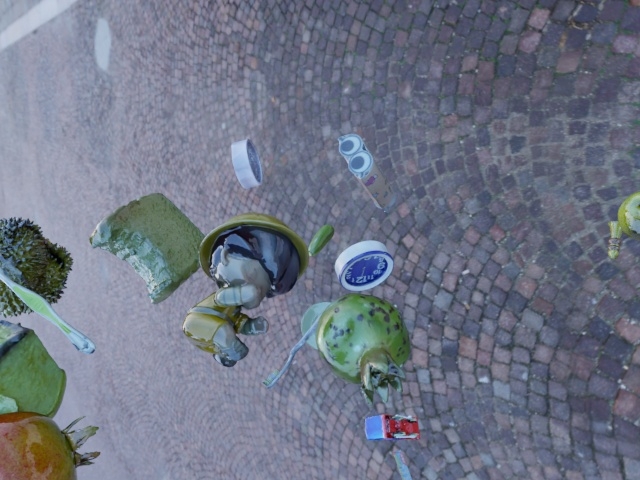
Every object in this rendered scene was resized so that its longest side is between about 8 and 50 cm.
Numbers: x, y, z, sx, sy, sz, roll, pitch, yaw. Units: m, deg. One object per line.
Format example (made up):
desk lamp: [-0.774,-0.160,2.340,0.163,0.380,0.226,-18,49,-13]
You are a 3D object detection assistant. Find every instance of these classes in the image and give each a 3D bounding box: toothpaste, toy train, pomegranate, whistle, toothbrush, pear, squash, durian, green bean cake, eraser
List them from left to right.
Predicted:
pear: [-0.672,0.289,0.910,0.238,0.164,0.256,6,131,18]
durian: [-0.821,0.066,1.192,0.258,0.258,0.293,-49,46,41]
pomegranate: [-0.506,0.396,0.746,0.220,0.256,0.221,21,122,38]
toothbrush: [-0.427,0.098,0.667,0.262,0.022,0.026,28,164,24]
green bean cake: [-0.417,0.019,1.104,0.236,0.233,0.124,47,123,-5]
toothbrush: [-0.066,0.377,1.648,0.042,0.413,0.035,46,161,-13]
squash: [0.000,0.000,1.870,0.066,0.201,0.066,18,134,20]
eraser: [0.160,-0.217,1.453,0.087,0.290,0.171,-30,64,13]
pomegranate: [0.121,0.257,1.035,0.286,0.230,0.231,49,131,47]
toy train: [0.270,0.688,1.626,0.131,0.204,0.083,-27,53,35]
toothpaste: [0.387,1.063,2.015,0.070,0.044,0.194,77,174,-76]
whistle: [0.857,0.003,1.292,0.046,0.057,0.109,12,79,19]
pear: [0.822,-0.052,1.111,0.141,0.141,0.104,27,79,42]

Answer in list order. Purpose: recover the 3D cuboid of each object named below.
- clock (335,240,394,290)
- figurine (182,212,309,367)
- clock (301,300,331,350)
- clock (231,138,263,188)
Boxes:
clock: [0.174,0.103,1.773,0.230,0.230,0.083,-60,39,36]
figurine: [-0.135,0.066,0.746,0.167,0.257,0.192,23,144,13]
clock: [0.025,0.404,2.081,0.029,0.234,0.235,126,128,-78]
clock: [-0.304,-0.318,1.844,0.068,0.197,0.197,-13,87,7]
